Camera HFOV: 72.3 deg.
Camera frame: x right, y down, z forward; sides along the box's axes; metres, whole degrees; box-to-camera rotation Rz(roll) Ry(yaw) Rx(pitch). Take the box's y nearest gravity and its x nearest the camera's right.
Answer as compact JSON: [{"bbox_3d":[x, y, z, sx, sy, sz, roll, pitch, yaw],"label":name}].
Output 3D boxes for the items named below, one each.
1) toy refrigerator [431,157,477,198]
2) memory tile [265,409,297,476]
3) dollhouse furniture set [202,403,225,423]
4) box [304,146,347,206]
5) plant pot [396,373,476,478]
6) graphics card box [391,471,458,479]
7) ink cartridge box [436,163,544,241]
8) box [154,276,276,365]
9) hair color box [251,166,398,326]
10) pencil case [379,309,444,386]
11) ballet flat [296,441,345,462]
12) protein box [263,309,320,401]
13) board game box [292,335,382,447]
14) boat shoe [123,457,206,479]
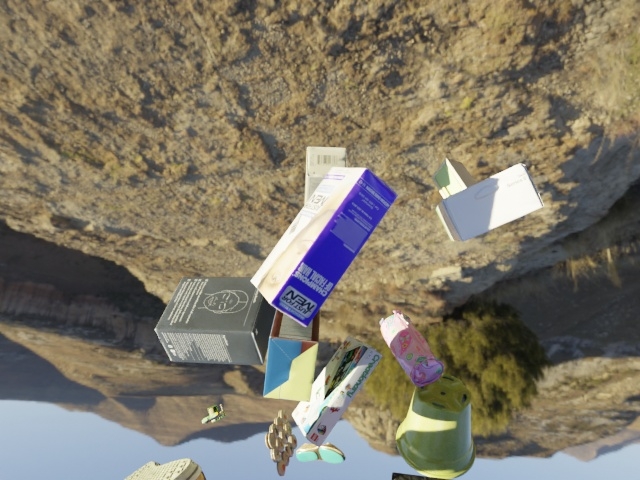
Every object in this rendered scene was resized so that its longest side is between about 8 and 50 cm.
[{"bbox_3d":[0.514,-0.177,1.610,0.094,0.270,0.102,9,134,-28],"label":"toy refrigerator"},{"bbox_3d":[-0.097,0.510,1.114,0.012,0.113,0.148,-20,-177,14],"label":"memory tile"},{"bbox_3d":[-0.407,0.653,1.662,0.076,0.059,0.152,-19,158,-13],"label":"dollhouse furniture set"},{"bbox_3d":[0.013,-0.215,1.648,0.147,0.121,0.311,1,159,-4],"label":"box"},{"bbox_3d":[0.406,0.610,1.504,0.275,0.254,0.276,-1,-155,0],"label":"plant pot"},{"bbox_3d":[0.302,0.771,1.168,0.232,0.094,0.371,1,125,12],"label":"graphics card box"},{"bbox_3d":[0.412,-0.086,1.114,0.198,0.115,0.273,-25,176,11],"label":"ink cartridge box"},{"bbox_3d":[-0.405,0.320,1.786,0.394,0.294,0.212,-1,129,11],"label":"box"},{"bbox_3d":[0.000,0.000,0.970,0.110,0.339,0.185,36,175,-23],"label":"hair color box"},{"bbox_3d":[0.307,0.363,1.505,0.124,0.124,0.284,11,-157,-20],"label":"pencil case"},{"bbox_3d":[0.006,0.766,1.601,0.206,0.073,0.067,-11,-166,28],"label":"ballet flat"},{"bbox_3d":[-0.080,0.321,1.283,0.135,0.200,0.201,7,-161,-1],"label":"protein box"},{"bbox_3d":[0.044,0.434,1.303,0.053,0.305,0.193,40,169,-11],"label":"board game box"},{"bbox_3d":[-0.434,0.678,1.128,0.500,0.156,0.186,-32,178,41],"label":"boat shoe"}]
